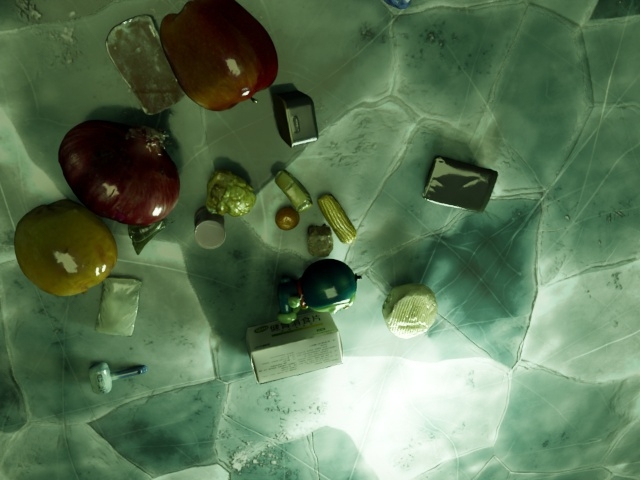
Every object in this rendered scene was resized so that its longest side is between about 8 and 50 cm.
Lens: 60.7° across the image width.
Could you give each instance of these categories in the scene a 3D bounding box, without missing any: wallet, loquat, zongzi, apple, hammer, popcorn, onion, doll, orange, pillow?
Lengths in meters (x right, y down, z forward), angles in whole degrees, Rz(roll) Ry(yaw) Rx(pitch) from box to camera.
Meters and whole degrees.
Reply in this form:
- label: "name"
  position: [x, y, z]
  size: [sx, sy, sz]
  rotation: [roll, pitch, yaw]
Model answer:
- label: "wallet"
  position: [0.489, -0.197, 1.925]
  size: [0.245, 0.052, 0.168]
  rotation: [13, 109, -12]
- label: "loquat"
  position: [-0.759, 0.023, 1.634]
  size: [0.276, 0.276, 0.284]
  rotation: [-22, 112, -3]
- label: "zongzi"
  position: [-0.542, -0.022, 1.783]
  size: [0.154, 0.062, 0.130]
  rotation: [-22, 137, -20]
- label: "apple"
  position: [-0.277, -0.510, 1.506]
  size: [0.288, 0.288, 0.317]
  rotation: [-36, 105, 4]
- label: "hammer"
  position: [-0.715, 0.474, 1.938]
  size: [0.194, 0.069, 0.116]
  rotation: [-9, 113, -17]
- label: "popcorn"
  position: [-0.286, -0.150, 1.718]
  size: [0.173, 0.173, 0.142]
  rotation: [13, 104, -17]
- label: "onion"
  position: [-0.535, -0.217, 1.527]
  size: [0.347, 0.347, 0.285]
  rotation: [35, 115, -23]
- label: "doll"
  position: [-0.011, 0.169, 1.889]
  size: [0.322, 0.198, 0.186]
  rotation: [-16, 102, 5]
- label: "orange"
  position: [-0.111, -0.074, 1.831]
  size: [0.083, 0.070, 0.083]
  rotation: [-2, 123, -4]
- label: "pillow"
  position: [-0.683, 0.225, 1.842]
  size: [0.128, 0.051, 0.229]
  rotation: [12, 111, -14]

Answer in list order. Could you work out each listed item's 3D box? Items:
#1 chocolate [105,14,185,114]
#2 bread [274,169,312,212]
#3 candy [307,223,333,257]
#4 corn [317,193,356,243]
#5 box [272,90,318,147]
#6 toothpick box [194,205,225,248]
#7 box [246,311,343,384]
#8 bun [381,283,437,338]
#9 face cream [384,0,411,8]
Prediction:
- label: "chocolate"
  position: [-0.501, -0.501, 1.565]
  size: [0.157, 0.080, 0.254]
  rotation: [-34, 118, -13]
- label: "bread"
  position: [-0.086, -0.163, 1.772]
  size: [0.064, 0.117, 0.156]
  rotation: [-37, 115, 6]
- label: "candy"
  position: [0.000, 0.000, 1.886]
  size: [0.095, 0.085, 0.110]
  rotation: [0, 124, -3]
- label: "corn"
  position: [0.057, -0.074, 1.869]
  size: [0.072, 0.072, 0.203]
  rotation: [-34, 113, 3]
- label: "box"
  position: [-0.075, -0.370, 1.646]
  size: [0.090, 0.201, 0.144]
  rotation: [-14, 113, -11]
- label: "toothpick box"
  position: [-0.355, -0.045, 1.746]
  size: [0.098, 0.149, 0.098]
  rotation: [-4, 113, -11]
- label: "box"
  position: [-0.098, 0.379, 1.966]
  size: [0.333, 0.173, 0.145]
  rotation: [-13, 112, -7]
- label: "bun"
  position: [0.324, 0.245, 2.024]
  size: [0.220, 0.134, 0.220]
  rotation: [-6, 113, -15]
- label: "face cream"
  position: [0.202, -0.798, 1.501]
  size: [0.249, 0.249, 0.225]
  rotation: [34, 103, -22]
